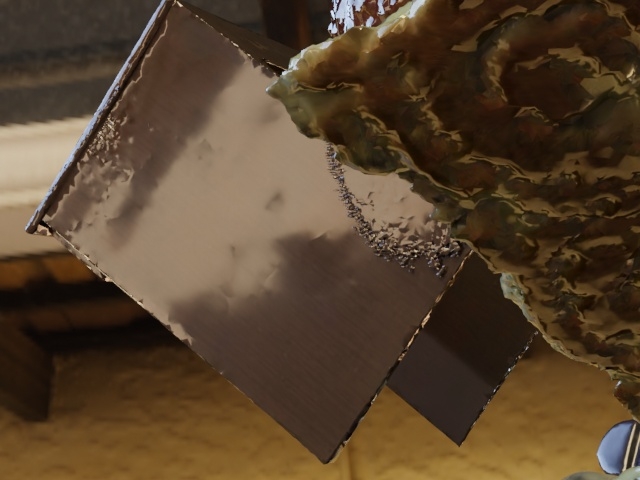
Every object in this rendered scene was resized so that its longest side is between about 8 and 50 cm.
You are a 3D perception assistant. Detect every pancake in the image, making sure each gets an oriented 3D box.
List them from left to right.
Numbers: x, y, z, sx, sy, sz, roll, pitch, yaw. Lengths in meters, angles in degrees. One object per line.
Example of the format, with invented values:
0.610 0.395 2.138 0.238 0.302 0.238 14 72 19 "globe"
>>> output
0.187 -0.019 0.542 0.305 0.066 0.427 -20 -50 27 "pancake"

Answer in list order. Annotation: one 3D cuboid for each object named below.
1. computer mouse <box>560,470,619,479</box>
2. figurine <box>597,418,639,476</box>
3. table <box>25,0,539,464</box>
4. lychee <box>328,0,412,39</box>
0.233 0.288 0.856 0.095 0.331 0.197 -26 -34 -28 "computer mouse"
0.348 0.258 1.183 0.332 0.185 0.204 26 -19 -17 "figurine"
0.000 0.000 1.007 0.196 0.282 0.251 -57 -24 10 "table"
0.139 -0.218 1.361 0.261 0.260 0.260 -3 -47 -3 "lychee"
